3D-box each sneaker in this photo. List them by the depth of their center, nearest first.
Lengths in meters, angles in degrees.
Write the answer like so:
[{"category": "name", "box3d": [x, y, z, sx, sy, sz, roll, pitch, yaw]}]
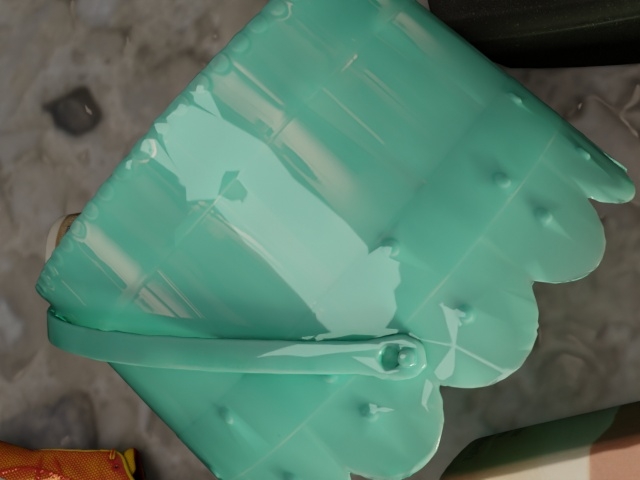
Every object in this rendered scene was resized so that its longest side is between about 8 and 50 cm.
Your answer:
[{"category": "sneaker", "box3d": [-0.156, 0.164, 0.787, 0.175, 0.064, 0.067, 19, 73, 11]}]

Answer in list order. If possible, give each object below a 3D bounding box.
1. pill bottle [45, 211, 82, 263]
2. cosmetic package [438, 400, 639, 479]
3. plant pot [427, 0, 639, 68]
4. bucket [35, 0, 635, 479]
[{"category": "pill bottle", "box3d": [-0.111, 0.009, 0.768, 0.120, 0.067, 0.067, -6, 86, 15]}, {"category": "cosmetic package", "box3d": [0.228, 0.142, 0.623, 0.296, 0.153, 0.129, -15, 84, 13]}, {"category": "plant pot", "box3d": [0.148, -0.187, 0.655, 0.167, 0.188, 0.187, -15, 84, 28]}, {"category": "bucket", "box3d": [0.000, 0.000, 0.610, 0.183, 0.281, 0.281, 42, 99, -2]}]
